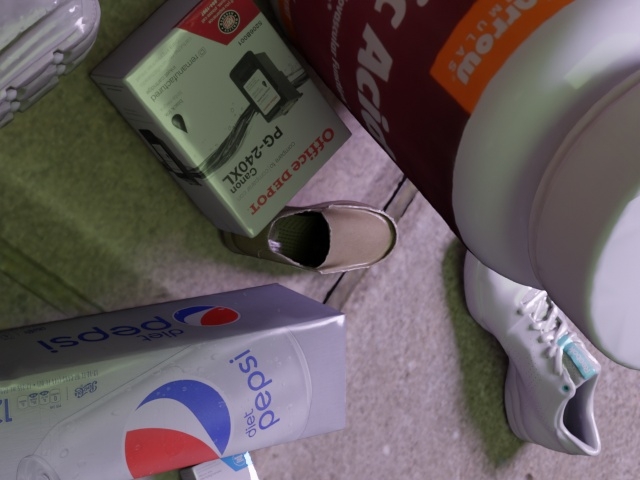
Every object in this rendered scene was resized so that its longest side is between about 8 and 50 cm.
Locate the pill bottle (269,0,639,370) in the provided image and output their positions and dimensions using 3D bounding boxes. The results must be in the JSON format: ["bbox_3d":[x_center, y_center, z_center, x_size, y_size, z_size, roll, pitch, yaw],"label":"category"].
[{"bbox_3d":[0.141,-0.108,1.100,0.224,0.392,0.224,-17,132,-20],"label":"pill bottle"}]

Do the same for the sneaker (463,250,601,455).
[{"bbox_3d":[0.183,0.081,1.393,0.080,0.094,0.212,-32,118,-22],"label":"sneaker"}]

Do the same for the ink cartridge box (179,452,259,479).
[{"bbox_3d":[-0.065,0.198,1.277,0.048,0.028,0.083,-21,89,-28],"label":"ink cartridge box"}]

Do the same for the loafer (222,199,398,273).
[{"bbox_3d":[0.000,0.000,1.272,0.148,0.050,0.056,0,105,-33],"label":"loafer"}]

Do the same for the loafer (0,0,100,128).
[{"bbox_3d":[-0.279,-0.076,1.042,0.319,0.112,0.111,-40,86,-18],"label":"loafer"}]

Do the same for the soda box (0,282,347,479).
[{"bbox_3d":[-0.123,0.102,1.189,0.286,0.098,0.091,-9,108,-33],"label":"soda box"}]

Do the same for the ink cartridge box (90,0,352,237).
[{"bbox_3d":[-0.065,-0.092,1.187,0.109,0.063,0.150,-47,117,-16],"label":"ink cartridge box"}]
